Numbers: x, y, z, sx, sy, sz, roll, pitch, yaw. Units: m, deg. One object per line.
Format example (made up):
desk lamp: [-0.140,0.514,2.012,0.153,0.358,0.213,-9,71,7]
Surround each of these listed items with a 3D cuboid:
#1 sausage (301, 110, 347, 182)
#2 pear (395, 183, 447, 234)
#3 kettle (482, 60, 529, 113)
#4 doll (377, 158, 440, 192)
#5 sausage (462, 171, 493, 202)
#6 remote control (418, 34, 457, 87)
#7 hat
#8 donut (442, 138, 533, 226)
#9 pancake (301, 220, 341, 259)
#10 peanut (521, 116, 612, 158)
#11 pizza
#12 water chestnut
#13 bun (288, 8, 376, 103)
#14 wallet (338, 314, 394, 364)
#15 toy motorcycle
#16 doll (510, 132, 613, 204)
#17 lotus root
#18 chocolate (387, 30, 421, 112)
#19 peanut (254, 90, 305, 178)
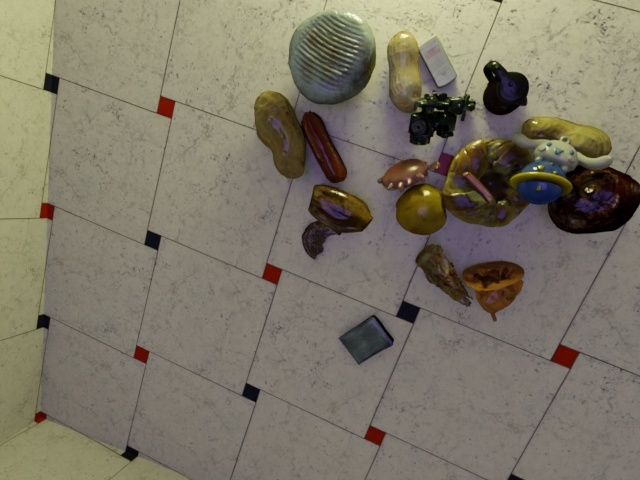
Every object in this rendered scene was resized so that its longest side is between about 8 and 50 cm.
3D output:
sausage: [0.009,-0.396,1.772,0.102,0.102,0.331,-25,95,18]
pear: [0.404,-0.124,1.675,0.208,0.209,0.209,3,102,14]
kettle: [0.668,-0.560,1.497,0.144,0.232,0.202,-33,91,17]
doll: [0.349,-0.269,1.656,0.261,0.211,0.093,-15,120,24]
sausage: [0.581,-0.198,1.524,0.035,0.030,0.147,-42,86,11]
remote control: [0.461,-0.701,1.629,0.087,0.029,0.190,-29,93,18]
hat: [0.704,0.238,1.677,0.233,0.244,0.233,-3,114,23]
donut: [0.652,-0.220,1.606,0.359,0.170,0.361,2,100,14]
pancake: [0.000,0.000,1.897,0.184,0.020,0.191,10,104,11]
peanut: [0.903,-0.368,1.522,0.318,0.147,0.148,20,105,7]
pizza: [0.510,0.156,1.717,0.071,0.189,0.297,-36,88,-26]
water chestnut: [0.981,-0.139,1.493,0.289,0.289,0.244,-42,94,18]
bun: [0.051,-0.720,1.638,0.361,0.211,0.362,4,102,17]
wallet: [0.216,0.464,1.927,0.222,0.036,0.167,-38,90,20]
toy motorcycle: [0.467,-0.473,1.605,0.274,0.127,0.205,-4,123,-10]
doll: [0.816,-0.231,1.427,0.310,0.160,0.243,9,63,24]
lotus root: [0.080,-0.126,1.771,0.290,0.193,0.193,24,106,5]
chocolate: [0.327,-0.658,1.625,0.134,0.134,0.310,-6,97,16]
peanut: [-0.172,-0.449,1.773,0.192,0.169,0.387,-20,96,23]
